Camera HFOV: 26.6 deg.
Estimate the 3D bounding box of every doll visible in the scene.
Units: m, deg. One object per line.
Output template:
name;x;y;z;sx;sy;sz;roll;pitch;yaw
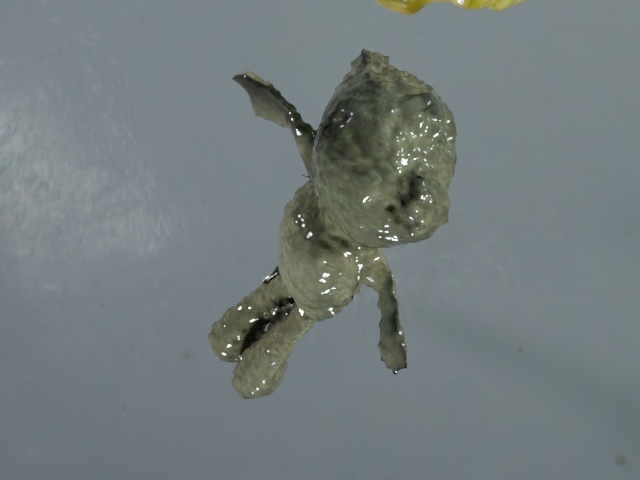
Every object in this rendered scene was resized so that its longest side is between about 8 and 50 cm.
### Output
doll;0.006;0.013;0.845;0.091;0.202;0.286;-1;121;-26

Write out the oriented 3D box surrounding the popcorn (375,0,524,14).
popcorn;0.106;-0.266;0.956;0.250;0.250;0.190;-12;121;-5
